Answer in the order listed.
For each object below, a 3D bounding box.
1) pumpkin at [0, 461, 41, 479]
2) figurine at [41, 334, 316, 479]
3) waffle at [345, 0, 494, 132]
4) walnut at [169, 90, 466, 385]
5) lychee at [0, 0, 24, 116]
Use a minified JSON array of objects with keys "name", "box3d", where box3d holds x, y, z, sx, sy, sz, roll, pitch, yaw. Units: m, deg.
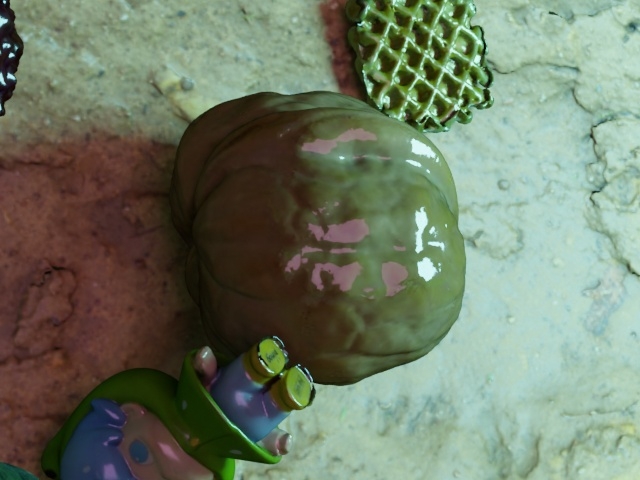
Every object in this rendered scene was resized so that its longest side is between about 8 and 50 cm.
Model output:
[{"name":"pumpkin","box3d":[-0.303,0.304,1.501,0.197,0.293,0.263,20,61,-38]},{"name":"figurine","box3d":[-0.125,0.176,1.649,0.162,0.263,0.143,46,26,-23]},{"name":"waffle","box3d":[0.106,-0.202,1.949,0.169,0.036,0.183,-13,88,-31]},{"name":"walnut","box3d":[0.000,0.000,1.730,0.285,0.285,0.296,11,39,-25]},{"name":"lychee","box3d":[-0.404,-0.168,1.528,0.306,0.306,0.330,49,67,-11]}]
